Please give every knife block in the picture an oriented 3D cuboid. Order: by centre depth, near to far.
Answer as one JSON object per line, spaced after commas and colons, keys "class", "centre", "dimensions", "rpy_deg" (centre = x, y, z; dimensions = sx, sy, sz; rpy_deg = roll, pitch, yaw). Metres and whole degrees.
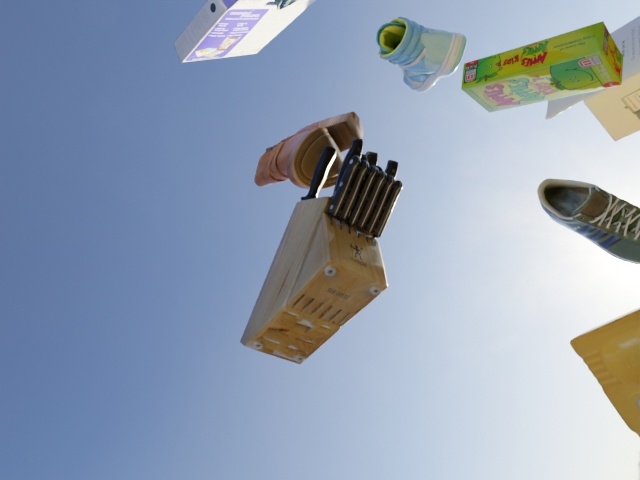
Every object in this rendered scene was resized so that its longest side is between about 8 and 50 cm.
{"class": "knife block", "centre": [0.000, 0.000, 0.623], "dimensions": [0.088, 0.242, 0.275], "rpy_deg": [26, -55, -24]}

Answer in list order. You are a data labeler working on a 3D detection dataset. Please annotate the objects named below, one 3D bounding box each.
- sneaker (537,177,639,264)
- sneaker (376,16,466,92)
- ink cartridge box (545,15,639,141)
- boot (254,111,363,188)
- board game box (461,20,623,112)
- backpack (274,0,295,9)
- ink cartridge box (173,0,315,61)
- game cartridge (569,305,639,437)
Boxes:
{"class": "sneaker", "centre": [0.362, -0.029, 0.580], "dimensions": [0.086, 0.192, 0.064], "rpy_deg": [27, -81, -40]}
{"class": "sneaker", "centre": [0.233, -0.501, 1.213], "dimensions": [0.209, 0.319, 0.127], "rpy_deg": [15, -88, -9]}
{"class": "ink cartridge box", "centre": [0.614, -0.323, 0.822], "dimensions": [0.119, 0.354, 0.207], "rpy_deg": [40, -126, -18]}
{"class": "boot", "centre": [-0.055, -0.156, 0.884], "dimensions": [0.109, 0.220, 0.283], "rpy_deg": [58, -144, -26]}
{"class": "board game box", "centre": [0.303, -0.232, 0.631], "dimensions": [0.092, 0.181, 0.043], "rpy_deg": [15, -100, -43]}
{"class": "backpack", "centre": [-0.038, -0.426, 0.554], "dimensions": [0.191, 0.253, 0.225], "rpy_deg": [-20, -72, -14]}
{"class": "ink cartridge box", "centre": [-0.134, -0.405, 0.829], "dimensions": [0.206, 0.208, 0.045], "rpy_deg": [-32, -80, -46]}
{"class": "game cartridge", "centre": [0.475, 0.197, 0.475], "dimensions": [0.053, 0.323, 0.285], "rpy_deg": [-18, -23, -30]}
